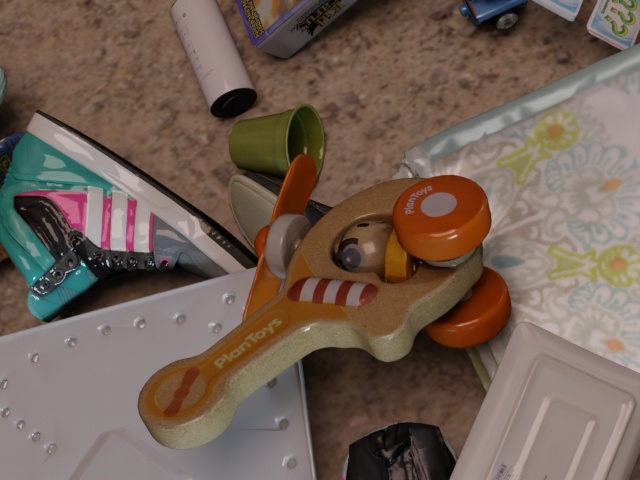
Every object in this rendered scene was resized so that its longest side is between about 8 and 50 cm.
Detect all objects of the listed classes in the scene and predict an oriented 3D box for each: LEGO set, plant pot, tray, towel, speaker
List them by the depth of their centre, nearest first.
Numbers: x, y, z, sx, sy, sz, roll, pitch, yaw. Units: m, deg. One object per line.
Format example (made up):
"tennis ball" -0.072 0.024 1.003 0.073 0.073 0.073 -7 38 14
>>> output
"tray" 0.185 0.216 1.329 0.145 0.030 0.270 25 78 0
"towel" 0.285 -0.010 1.465 0.374 0.090 0.320 -24 68 3
"LEGO set" 0.276 -0.323 1.561 0.182 0.060 0.244 29 56 -1
"plant pot" -0.048 -0.098 1.593 0.079 0.083 0.083 1 68 29
"speaker" -0.115 -0.198 1.655 0.055 0.055 0.136 -25 64 3

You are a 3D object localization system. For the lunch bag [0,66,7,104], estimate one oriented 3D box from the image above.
"lunch bag" -0.472 -0.111 1.646 0.224 0.108 0.279 22 72 44

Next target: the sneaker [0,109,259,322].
"sneaker" -0.211 0.018 1.558 0.295 0.124 0.178 33 91 10

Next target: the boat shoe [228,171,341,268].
"boat shoe" 0.000 0.000 1.547 0.233 0.084 0.079 34 44 30

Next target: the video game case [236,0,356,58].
"video game case" -0.011 -0.371 1.641 0.244 0.061 0.269 -36 61 29

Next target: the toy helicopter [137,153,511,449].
"toy helicopter" -0.019 0.053 1.373 0.355 0.140 0.235 -36 44 -19

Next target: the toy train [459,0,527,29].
"toy train" 0.154 -0.304 1.603 0.080 0.105 0.184 -25 65 4

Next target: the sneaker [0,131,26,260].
"sneaker" -0.399 -0.001 1.617 0.131 0.112 0.296 8 54 44

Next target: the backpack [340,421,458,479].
"backpack" 0.075 0.255 1.387 0.152 0.115 0.182 -9 75 -11

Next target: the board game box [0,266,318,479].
"board game box" -0.180 0.251 1.467 0.390 0.050 0.390 -15 65 16
